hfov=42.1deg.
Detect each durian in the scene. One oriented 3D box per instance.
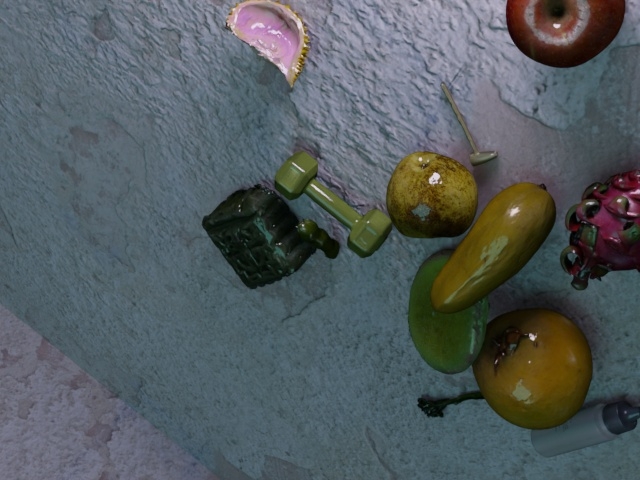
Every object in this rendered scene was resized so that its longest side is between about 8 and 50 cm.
[{"bbox_3d":[-0.103,-0.428,1.788,0.183,0.132,0.165,20,127,27],"label":"durian"}]

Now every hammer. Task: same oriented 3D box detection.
[{"bbox_3d":[0.303,-0.245,1.722,0.060,0.028,0.195,-17,113,38],"label":"hammer"}]

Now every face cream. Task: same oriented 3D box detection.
[{"bbox_3d":[0.649,0.450,2.011,0.092,0.092,0.311,46,139,-5],"label":"face cream"}]

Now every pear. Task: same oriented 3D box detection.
[{"bbox_3d":[0.238,-0.099,1.773,0.197,0.197,0.197,20,135,22],"label":"pear"}]

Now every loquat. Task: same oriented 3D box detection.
[{"bbox_3d":[0.472,0.277,1.866,0.275,0.275,0.274,20,135,22],"label":"loquat"}]

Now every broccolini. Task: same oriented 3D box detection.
[{"bbox_3d":[0.363,0.442,2.247,0.071,0.057,0.254,12,158,-36],"label":"broccolini"}]

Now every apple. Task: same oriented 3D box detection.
[{"bbox_3d":[0.415,-0.396,1.414,0.201,0.162,0.201,12,121,21],"label":"apple"}]

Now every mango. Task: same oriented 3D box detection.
[{"bbox_3d":[0.361,0.015,1.741,0.142,0.195,0.331,44,115,8],"label":"mango"}]

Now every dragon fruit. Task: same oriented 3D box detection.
[{"bbox_3d":[0.571,-0.025,1.602,0.273,0.219,0.198,-22,65,50],"label":"dragon fruit"}]

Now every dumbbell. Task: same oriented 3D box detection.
[{"bbox_3d":[0.030,-0.085,1.986,0.302,0.108,0.121,39,105,2],"label":"dumbbell"}]

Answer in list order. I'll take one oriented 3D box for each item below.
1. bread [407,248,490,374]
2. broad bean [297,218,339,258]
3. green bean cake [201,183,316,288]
[{"bbox_3d":[0.286,0.163,1.942,0.301,0.045,0.301,-14,74,61],"label":"bread"},{"bbox_3d":[0.001,0.000,2.064,0.053,0.052,0.256,-4,163,18],"label":"broad bean"},{"bbox_3d":[-0.168,-0.011,2.199,0.241,0.132,0.255,-14,116,47],"label":"green bean cake"}]
